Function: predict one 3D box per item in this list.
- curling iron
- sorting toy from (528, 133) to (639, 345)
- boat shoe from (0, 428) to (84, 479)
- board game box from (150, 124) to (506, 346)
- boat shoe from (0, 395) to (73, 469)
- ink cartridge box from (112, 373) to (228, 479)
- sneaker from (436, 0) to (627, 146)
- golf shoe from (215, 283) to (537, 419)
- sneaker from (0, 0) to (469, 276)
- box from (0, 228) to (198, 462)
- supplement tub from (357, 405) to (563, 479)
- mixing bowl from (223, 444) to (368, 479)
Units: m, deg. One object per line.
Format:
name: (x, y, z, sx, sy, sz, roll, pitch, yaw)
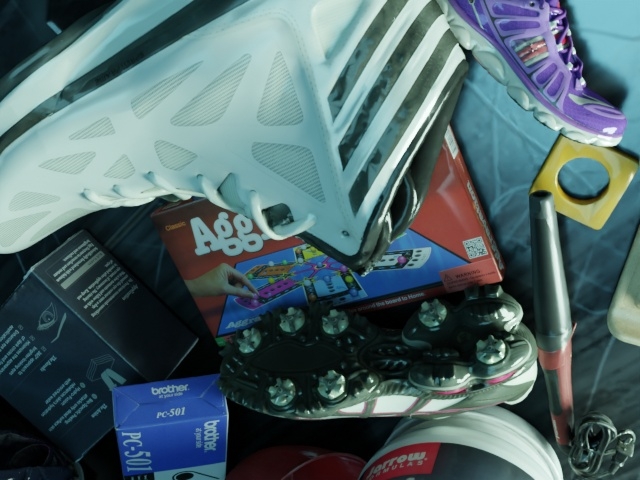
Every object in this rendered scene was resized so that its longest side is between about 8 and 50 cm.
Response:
curling iron: (0.204, 0.081, 0.727, 0.068, 0.035, 0.274, -5, 116, 30)
sorting toy: (0.320, 0.017, 0.646, 0.347, 0.047, 0.196, 16, 121, 12)
boat shoe: (-0.254, 0.286, 0.899, 0.127, 0.340, 0.158, 32, 102, 48)
board game box: (0.000, 0.000, 0.768, 0.281, 0.027, 0.145, -16, 109, 27)
boat shoe: (-0.394, 0.169, 0.955, 0.324, 0.123, 0.116, 39, 118, -14)
ink cartridge box: (-0.139, 0.201, 0.849, 0.097, 0.046, 0.207, -5, 142, -12)
sneaker: (0.151, -0.132, 0.618, 0.170, 0.068, 0.071, 45, 114, -1)
golf shoe: (0.046, 0.117, 0.756, 0.272, 0.105, 0.120, -6, 142, 19)
sneaker: (-0.090, -0.047, 0.669, 0.447, 0.169, 0.257, -33, 89, 28)
box: (-0.233, 0.104, 0.868, 0.158, 0.093, 0.156, 45, 122, -5)
supplement tub: (0.100, 0.275, 0.728, 0.191, 0.272, 0.191, 8, 119, 16)
mixing bowl: (-0.038, 0.266, 0.856, 0.098, 0.181, 0.181, 23, 129, 47)
